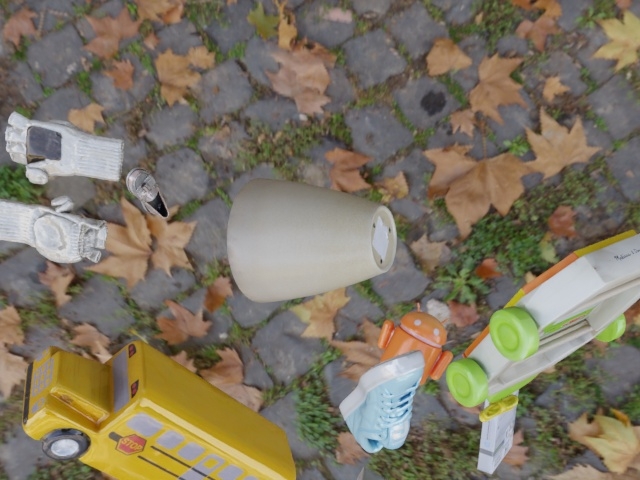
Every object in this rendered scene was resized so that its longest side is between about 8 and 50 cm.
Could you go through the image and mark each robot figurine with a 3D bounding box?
[{"bbox_3d":[0.229,0.269,1.883,0.128,0.158,0.220,23,97,-41],"label":"robot figurine"}]

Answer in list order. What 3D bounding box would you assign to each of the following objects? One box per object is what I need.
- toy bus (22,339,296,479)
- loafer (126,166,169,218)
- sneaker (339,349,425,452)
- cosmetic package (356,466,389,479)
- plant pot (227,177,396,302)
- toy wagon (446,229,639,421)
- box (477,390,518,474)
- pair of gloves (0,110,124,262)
[{"bbox_3d":[-0.185,0.228,0.909,0.130,0.108,0.332,-38,126,13],"label":"toy bus"},{"bbox_3d":[-0.273,-0.075,1.223,0.039,0.125,0.045,35,74,19],"label":"loafer"},{"bbox_3d":[0.152,0.344,1.576,0.135,0.366,0.150,-20,68,-22],"label":"sneaker"},{"bbox_3d":[0.011,0.565,1.144,0.097,0.284,0.377,28,93,7],"label":"cosmetic package"},{"bbox_3d":[0.000,0.000,1.494,0.273,0.256,0.257,0,76,29],"label":"plant pot"},{"bbox_3d":[0.273,0.119,0.924,0.267,0.344,0.068,-16,62,-29],"label":"toy wagon"},{"bbox_3d":[0.406,0.412,1.723,0.038,0.145,0.186,13,111,29],"label":"box"},{"bbox_3d":[-0.446,-0.081,1.278,0.204,0.042,0.240,18,105,3],"label":"pair of gloves"}]
